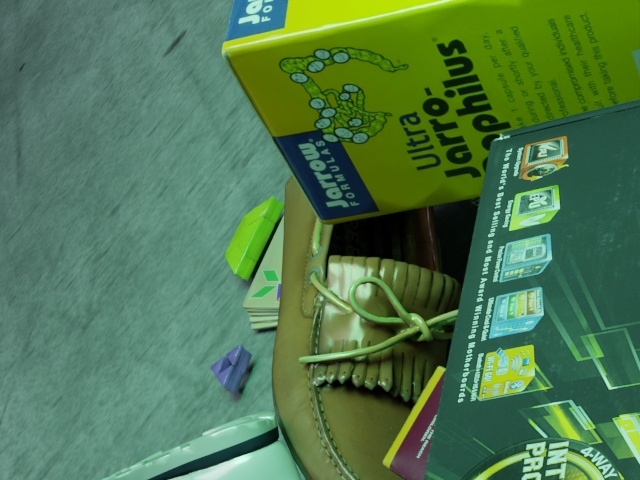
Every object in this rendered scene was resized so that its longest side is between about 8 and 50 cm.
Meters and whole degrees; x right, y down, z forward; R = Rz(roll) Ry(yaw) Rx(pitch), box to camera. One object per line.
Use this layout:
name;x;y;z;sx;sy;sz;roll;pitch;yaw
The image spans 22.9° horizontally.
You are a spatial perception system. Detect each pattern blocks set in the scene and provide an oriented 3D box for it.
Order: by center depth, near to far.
pattern blocks set;0.000;0.000;1.466;0.285;0.026;0.325;11;70;59

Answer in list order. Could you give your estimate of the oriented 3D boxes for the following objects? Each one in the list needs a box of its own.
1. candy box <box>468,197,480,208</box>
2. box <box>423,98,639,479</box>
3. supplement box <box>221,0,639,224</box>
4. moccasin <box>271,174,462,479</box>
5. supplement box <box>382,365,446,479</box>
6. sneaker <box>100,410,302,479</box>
candy box;0.117;-0.114;1.318;0.053;0.109;0.187;-41;32;27
box;0.224;0.064;0.839;0.318;0.097;0.395;-11;39;27
supplement box;0.138;-0.168;1.119;0.356;0.195;0.194;-11;47;20
moccasin;0.050;0.055;1.206;0.147;0.139;0.380;-51;24;39
supplement box;0.139;0.157;1.007;0.081;0.104;0.188;-60;28;-6
sneaker;-0.118;0.205;1.154;0.235;0.095;0.090;-24;-1;28
